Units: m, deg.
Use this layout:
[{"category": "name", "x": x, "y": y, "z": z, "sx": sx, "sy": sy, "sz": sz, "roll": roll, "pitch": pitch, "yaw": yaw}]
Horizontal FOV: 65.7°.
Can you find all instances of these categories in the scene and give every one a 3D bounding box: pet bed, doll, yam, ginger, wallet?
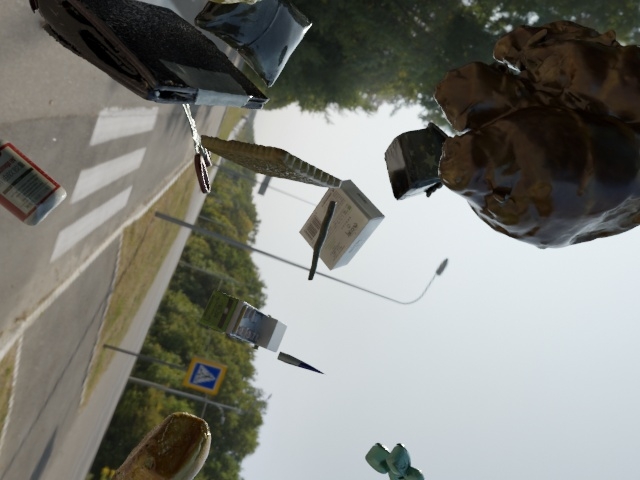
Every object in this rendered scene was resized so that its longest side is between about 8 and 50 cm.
[{"category": "pet bed", "x": 0.290, "y": -0.223, "z": 1.426, "sx": 0.211, "sy": 0.159, "sz": 0.183, "roll": 113, "pitch": -36, "yaw": -80}, {"category": "doll", "x": 0.177, "y": 0.526, "z": 1.109, "sx": 0.059, "sy": 0.158, "sz": 0.159, "roll": -40, "pitch": 176, "yaw": -35}, {"category": "yam", "x": 0.001, "y": 0.000, "z": 1.388, "sx": 0.029, "sy": 0.027, "sz": 0.234, "roll": -172, "pitch": -82, "yaw": -82}, {"category": "ginger", "x": 0.283, "y": -0.131, "z": 0.577, "sx": 0.357, "sy": 0.274, "sz": 0.152, "roll": -39, "pitch": 176, "yaw": -20}, {"category": "wallet", "x": -0.226, "y": -0.259, "z": 0.679, "sx": 0.221, "sy": 0.262, "sz": 0.071, "roll": -16, "pitch": 142, "yaw": -59}]

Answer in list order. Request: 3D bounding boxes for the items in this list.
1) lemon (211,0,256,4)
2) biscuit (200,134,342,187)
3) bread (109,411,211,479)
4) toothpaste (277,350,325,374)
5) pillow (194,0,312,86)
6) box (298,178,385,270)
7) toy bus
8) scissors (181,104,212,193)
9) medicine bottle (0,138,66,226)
[{"category": "lemon", "x": -0.163, "y": -0.466, "z": 0.732, "sx": 0.187, "sy": 0.244, "sz": 0.187, "roll": -18, "pitch": -139, "yaw": 17}, {"category": "biscuit", "x": -0.099, "y": -0.145, "z": 0.928, "sx": 0.254, "sy": 0.172, "sz": 0.029, "roll": 19, "pitch": -90, "yaw": 44}, {"category": "bread", "x": -0.350, "y": 0.486, "z": 1.065, "sx": 0.294, "sy": 0.132, "sz": 0.167, "roll": -45, "pitch": 177, "yaw": 37}, {"category": "toothpaste", "x": -0.029, "y": 0.201, "z": 0.800, "sx": 0.024, "sy": 0.083, "sz": 0.015, "roll": 137, "pitch": -25, "yaw": -75}, {"category": "pillow", "x": -0.128, "y": -0.458, "z": 1.040, "sx": 0.106, "sy": 0.250, "sz": 0.186, "roll": 37, "pitch": -84, "yaw": 35}, {"category": "box", "x": 0.069, "y": -0.053, "z": 1.719, "sx": 0.194, "sy": 0.111, "sz": 0.260, "roll": 51, "pitch": -56, "yaw": 20}, {"category": "toy bus", "x": -0.205, "y": 0.227, "z": 1.350, "sx": 0.302, "sy": 0.139, "sz": 0.113, "roll": 54, "pitch": 56, "yaw": -66}, {"category": "scissors", "x": -0.252, "y": -0.224, "z": 0.975, "sx": 0.144, "sy": 0.017, "sz": 0.248, "roll": -101, "pitch": -177, "yaw": -48}, {"category": "medicine bottle", "x": -0.775, "y": -0.159, "z": 1.233, "sx": 0.131, "sy": 0.250, "sz": 0.131, "roll": -35, "pitch": -156, "yaw": 18}]
